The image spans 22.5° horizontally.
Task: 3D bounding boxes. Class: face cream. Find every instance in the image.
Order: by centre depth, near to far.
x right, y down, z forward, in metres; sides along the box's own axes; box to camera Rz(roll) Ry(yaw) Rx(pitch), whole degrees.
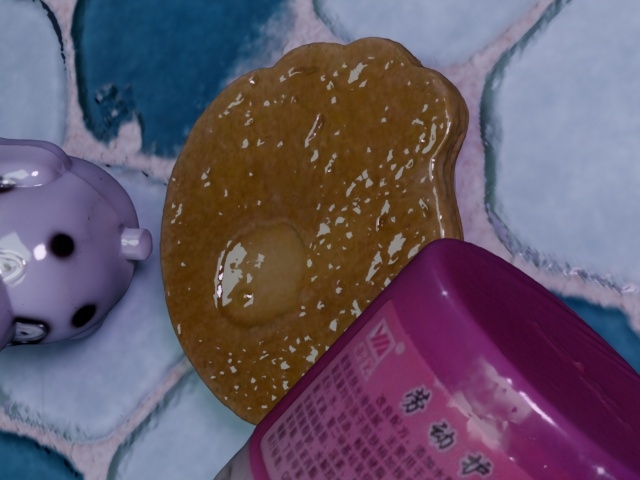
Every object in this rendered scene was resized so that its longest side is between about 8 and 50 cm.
[{"bbox_3d":[0.052,0.124,0.725,0.195,0.175,0.175,-49,60,15],"label":"face cream"}]

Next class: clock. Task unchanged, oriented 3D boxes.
[{"bbox_3d":[-0.219,0.006,0.933,0.254,0.189,0.189,6,84,25],"label":"clock"}]

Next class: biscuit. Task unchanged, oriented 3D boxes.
[{"bbox_3d":[0.000,0.000,0.856,0.181,0.049,0.208,-9,78,29],"label":"biscuit"}]
